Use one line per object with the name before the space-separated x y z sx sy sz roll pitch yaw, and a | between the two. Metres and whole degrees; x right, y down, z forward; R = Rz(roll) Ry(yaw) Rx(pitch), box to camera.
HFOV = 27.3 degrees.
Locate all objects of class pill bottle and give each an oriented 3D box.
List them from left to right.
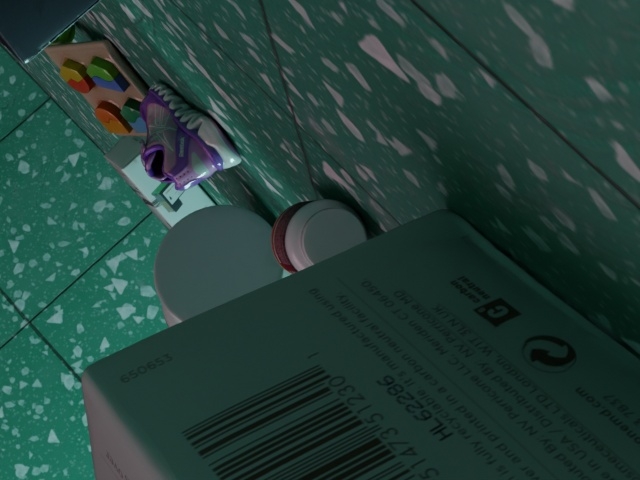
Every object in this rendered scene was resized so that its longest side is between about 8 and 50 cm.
pill bottle | -0.115 0.102 2.013 0.224 0.224 0.392 44 172 20
pill bottle | 0.000 0.000 1.371 0.086 0.086 0.152 48 173 -7

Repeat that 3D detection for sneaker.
sneaker | -0.200 -0.131 1.749 0.095 0.104 0.236 51 173 -34

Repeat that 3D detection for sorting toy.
sorting toy | -0.323 -0.225 2.021 0.208 0.038 0.193 10 146 50

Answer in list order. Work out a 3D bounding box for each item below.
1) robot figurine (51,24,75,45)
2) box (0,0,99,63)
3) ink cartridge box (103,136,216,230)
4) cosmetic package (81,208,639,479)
robot figurine | -0.430 -0.343 2.070 0.101 0.067 0.115 29 163 38
box | -0.305 -0.295 1.300 0.207 0.153 0.108 40 169 39
ink cartridge box | -0.287 -0.098 2.447 0.219 0.092 0.160 50 172 -23
cosmetic package | 0.056 0.257 0.970 0.329 0.327 0.393 42 144 38
